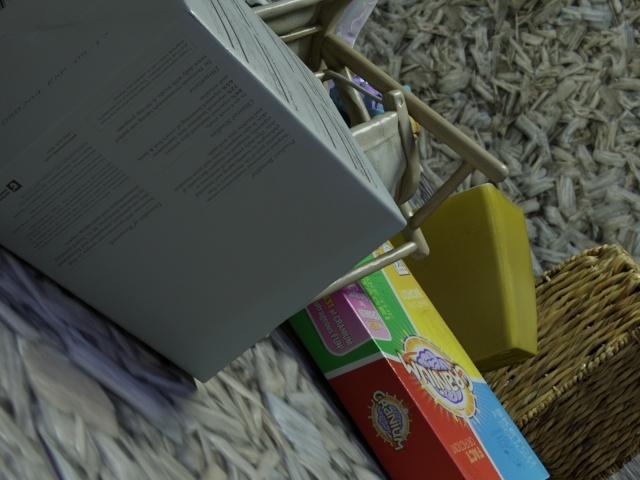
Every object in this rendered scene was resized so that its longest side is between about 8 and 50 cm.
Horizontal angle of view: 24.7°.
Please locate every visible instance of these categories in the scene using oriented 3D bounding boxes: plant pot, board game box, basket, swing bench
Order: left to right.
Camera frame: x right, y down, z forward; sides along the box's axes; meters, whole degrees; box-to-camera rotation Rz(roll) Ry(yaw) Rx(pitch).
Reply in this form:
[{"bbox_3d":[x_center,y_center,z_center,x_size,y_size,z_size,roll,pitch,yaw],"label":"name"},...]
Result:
[{"bbox_3d":[-0.012,-0.085,1.336,0.253,0.165,0.255,-24,73,-44],"label":"swing bench"},{"bbox_3d":[0.090,0.141,1.476,0.316,0.064,0.242,56,18,12],"label":"board game box"},{"bbox_3d":[0.154,0.070,1.757,0.212,0.212,0.187,23,48,-70],"label":"plant pot"},{"bbox_3d":[0.385,0.180,2.103,0.223,0.299,0.213,41,13,-37],"label":"basket"}]

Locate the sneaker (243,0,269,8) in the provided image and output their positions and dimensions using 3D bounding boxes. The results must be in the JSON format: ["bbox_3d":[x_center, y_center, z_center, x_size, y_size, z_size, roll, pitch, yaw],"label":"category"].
[{"bbox_3d":[-0.100,-0.322,2.256,0.300,0.111,0.121,57,7,18],"label":"sneaker"}]

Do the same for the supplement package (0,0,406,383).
[{"bbox_3d":[-0.114,-0.074,1.042,0.262,0.199,0.198,42,14,-43],"label":"supplement package"}]

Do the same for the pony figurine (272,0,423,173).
[{"bbox_3d":[-0.046,-0.174,1.616,0.351,0.303,0.363,51,32,1],"label":"pony figurine"}]
